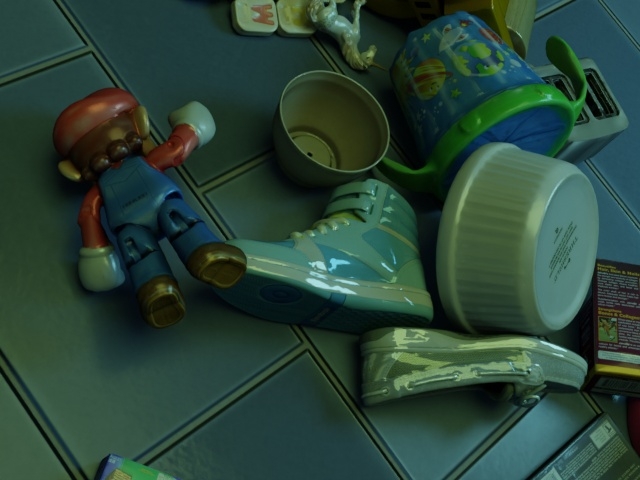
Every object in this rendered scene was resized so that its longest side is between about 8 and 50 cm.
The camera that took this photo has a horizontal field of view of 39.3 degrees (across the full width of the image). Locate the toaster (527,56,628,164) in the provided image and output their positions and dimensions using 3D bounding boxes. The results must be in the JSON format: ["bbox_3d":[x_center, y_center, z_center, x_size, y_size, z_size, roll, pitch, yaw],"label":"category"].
[{"bbox_3d":[0.393,-0.205,1.477,0.168,0.110,0.186,-15,73,-31],"label":"toaster"}]

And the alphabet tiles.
[{"bbox_3d":[-0.086,-0.451,1.376,0.277,0.021,0.284,-4,82,-30],"label":"alphabet tiles"}]

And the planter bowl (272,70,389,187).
[{"bbox_3d":[0.001,-0.140,1.248,0.162,0.109,0.162,11,61,-20],"label":"planter bowl"}]

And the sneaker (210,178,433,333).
[{"bbox_3d":[0.000,0.000,1.170,0.318,0.127,0.208,15,61,-30],"label":"sneaker"}]

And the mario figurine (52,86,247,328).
[{"bbox_3d":[-0.204,-0.050,1.080,0.198,0.170,0.321,-14,57,-31],"label":"mario figurine"}]

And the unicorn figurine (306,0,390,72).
[{"bbox_3d":[0.039,-0.334,1.395,0.161,0.060,0.111,21,73,-23],"label":"unicorn figurine"}]

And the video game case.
[{"bbox_3d":[0.415,0.400,1.227,0.196,0.026,0.274,-28,80,-34],"label":"video game case"}]

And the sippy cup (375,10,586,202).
[{"bbox_3d":[0.221,-0.209,1.337,0.305,0.240,0.224,-6,56,-38],"label":"sippy cup"}]

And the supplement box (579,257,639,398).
[{"bbox_3d":[0.445,0.130,1.330,0.104,0.081,0.188,8,59,2],"label":"supplement box"}]

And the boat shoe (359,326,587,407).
[{"bbox_3d":[0.204,0.180,1.186,0.320,0.118,0.103,9,71,-18],"label":"boat shoe"}]

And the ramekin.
[{"bbox_3d":[0.277,0.006,1.212,0.272,0.127,0.273,-14,108,-50],"label":"ramekin"}]

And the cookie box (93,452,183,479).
[{"bbox_3d":[-0.208,0.297,0.960,0.091,0.040,0.107,25,57,-14],"label":"cookie box"}]

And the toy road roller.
[{"bbox_3d":[0.198,-0.424,1.473,0.330,0.240,0.203,54,43,-40],"label":"toy road roller"}]

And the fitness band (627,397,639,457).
[{"bbox_3d":[0.595,0.298,1.352,0.290,0.054,0.209,17,59,-17],"label":"fitness band"}]
